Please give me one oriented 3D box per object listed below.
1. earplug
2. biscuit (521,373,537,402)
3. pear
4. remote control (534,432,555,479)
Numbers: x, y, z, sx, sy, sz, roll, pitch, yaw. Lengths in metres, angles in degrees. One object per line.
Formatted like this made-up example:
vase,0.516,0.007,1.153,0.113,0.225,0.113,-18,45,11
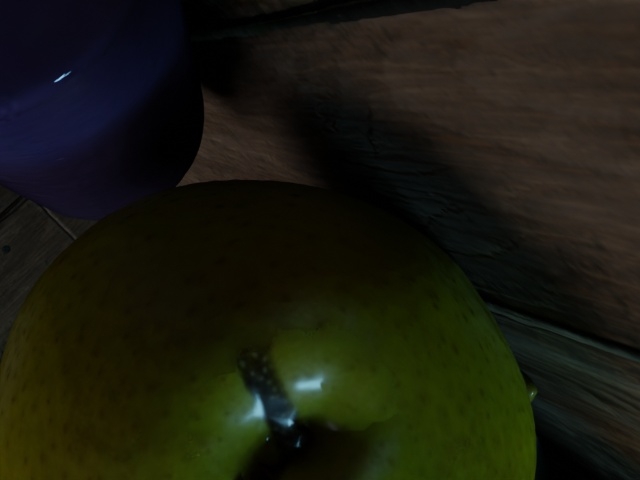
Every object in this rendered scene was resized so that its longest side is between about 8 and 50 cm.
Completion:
earplug,-0.182,-0.123,0.819,0.215,0.215,0.456,44,174,8
biscuit,0.124,0.119,0.955,0.083,0.018,0.081,40,128,27
pear,-0.039,0.136,0.815,0.362,0.362,0.418,46,169,-3
remote control,0.169,0.192,1.101,0.103,0.051,0.293,33,166,31
